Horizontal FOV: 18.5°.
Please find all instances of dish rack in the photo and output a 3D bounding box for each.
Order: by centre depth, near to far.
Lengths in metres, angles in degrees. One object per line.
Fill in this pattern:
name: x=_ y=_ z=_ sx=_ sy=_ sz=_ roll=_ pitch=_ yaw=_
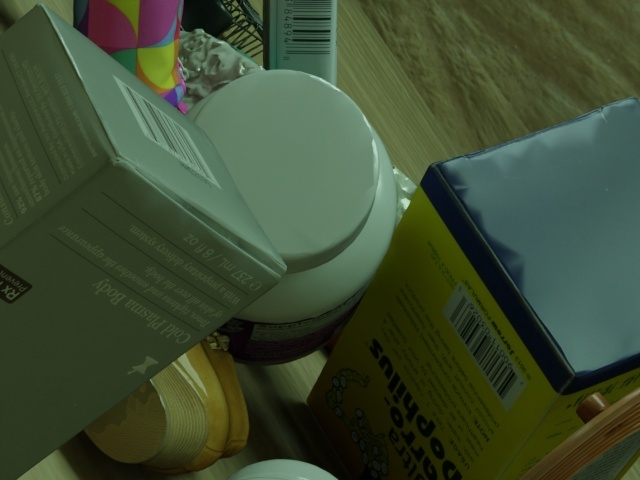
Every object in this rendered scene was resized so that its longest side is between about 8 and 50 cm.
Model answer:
dish rack: x=-0.138 y=-0.292 z=2.284 sx=0.208 sy=0.074 sz=0.271 roll=58 pitch=10 yaw=14

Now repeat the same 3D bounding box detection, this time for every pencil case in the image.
pencil case: x=-0.154 y=-0.216 z=1.619 sx=0.104 sy=0.104 sz=0.236 roll=-101 pitch=-167 yaw=-66

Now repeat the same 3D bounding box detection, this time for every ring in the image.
ring: x=0.180 y=0.191 z=1.431 sx=0.032 sy=0.336 sz=0.336 roll=50 pitch=9 yaw=23

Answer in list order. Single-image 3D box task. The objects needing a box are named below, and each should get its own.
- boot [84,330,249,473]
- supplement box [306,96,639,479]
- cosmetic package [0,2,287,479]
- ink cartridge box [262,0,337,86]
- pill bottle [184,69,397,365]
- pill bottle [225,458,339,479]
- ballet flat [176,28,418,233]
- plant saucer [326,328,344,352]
boot: x=-0.149 y=0.019 z=1.247 sx=0.295 sy=0.104 sz=0.211 roll=60 pitch=7 yaw=7
supplement box: x=0.155 y=0.086 z=1.530 sx=0.195 sy=0.194 sz=0.356 roll=58 pitch=-31 yaw=22
cosmetic package: x=-0.152 y=0.029 z=0.813 sx=0.127 sy=0.238 sz=0.107 roll=35 pitch=19 yaw=-51
ink cartridge box: x=-0.022 y=-0.178 z=1.946 sx=0.330 sy=0.071 sz=0.324 roll=-94 pitch=-176 yaw=-69
pill bottle: x=-0.036 y=-0.016 z=1.369 sx=0.169 sy=0.169 sz=0.301 roll=55 pitch=-11 yaw=9
pill bottle: x=-0.033 y=0.199 z=1.048 sx=0.131 sy=0.131 sz=0.229 roll=52 pitch=11 yaw=-6
ballet flat: x=-0.061 y=-0.068 z=1.679 sx=0.409 sy=0.147 sz=0.147 roll=35 pitch=-6 yaw=46
plant saucer: x=0.070 y=0.112 z=1.959 sx=0.259 sy=0.047 sz=0.258 roll=51 pitch=11 yaw=-17
